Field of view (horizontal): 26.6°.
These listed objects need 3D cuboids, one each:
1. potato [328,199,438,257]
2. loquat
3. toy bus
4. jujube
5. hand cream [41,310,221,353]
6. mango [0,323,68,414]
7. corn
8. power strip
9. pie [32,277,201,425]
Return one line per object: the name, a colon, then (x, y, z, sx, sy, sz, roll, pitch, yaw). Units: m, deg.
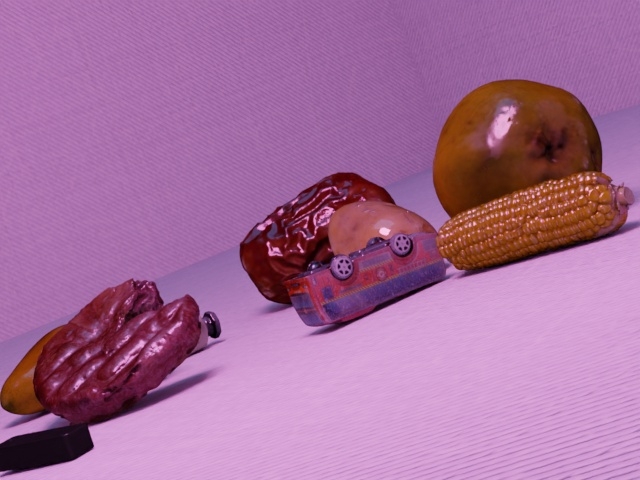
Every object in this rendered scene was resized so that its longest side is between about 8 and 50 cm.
potato: (0.077, 0.005, 1.711, 0.109, 0.118, 0.178, -56, 29, -11)
loquat: (0.235, -0.097, 1.687, 0.213, 0.213, 0.246, -21, 4, -16)
toy bus: (0.054, 0.041, 1.552, 0.192, 0.077, 0.065, -20, 2, -31)
jujube: (0.000, 0.000, 1.899, 0.230, 0.155, 0.155, -31, 6, -9)
hand cream: (-0.233, 0.138, 1.704, 0.234, 0.080, 0.050, -18, -5, -31)
mango: (-0.333, 0.165, 1.716, 0.111, 0.089, 0.163, -33, 8, 25)
corn: (0.235, -0.022, 1.511, 0.238, 0.080, 0.080, -16, 6, 31)
power strip: (-0.272, 0.203, 1.321, 0.111, 0.029, 0.038, -14, 6, 34)
pie: (-0.230, 0.122, 1.526, 0.204, 0.054, 0.219, -38, 28, -9)
